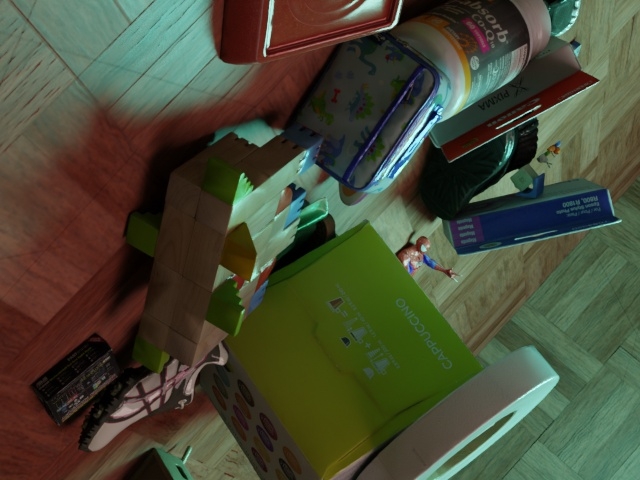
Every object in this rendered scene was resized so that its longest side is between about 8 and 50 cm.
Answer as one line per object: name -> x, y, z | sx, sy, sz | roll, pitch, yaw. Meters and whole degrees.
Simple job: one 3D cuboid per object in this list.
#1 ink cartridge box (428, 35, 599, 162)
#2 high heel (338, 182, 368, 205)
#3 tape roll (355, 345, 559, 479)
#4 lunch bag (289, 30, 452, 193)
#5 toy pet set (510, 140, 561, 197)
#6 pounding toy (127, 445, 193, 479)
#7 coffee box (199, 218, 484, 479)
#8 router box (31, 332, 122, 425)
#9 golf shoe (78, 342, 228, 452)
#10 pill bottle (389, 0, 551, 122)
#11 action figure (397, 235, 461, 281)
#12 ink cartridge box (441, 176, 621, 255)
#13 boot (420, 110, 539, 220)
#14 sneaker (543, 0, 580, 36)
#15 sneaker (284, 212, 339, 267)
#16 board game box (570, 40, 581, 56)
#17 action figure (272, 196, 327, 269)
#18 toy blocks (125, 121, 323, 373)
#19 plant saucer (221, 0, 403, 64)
ink cartridge box -> 0.303, -0.240, 1.799 | 0.275, 0.060, 0.239 | -28, -166, 7
high heel -> 0.116, -0.165, 1.823 | 0.117, 0.082, 0.244 | 0, 117, -57
tape roll -> 0.221, 0.319, 1.774 | 0.392, 0.072, 0.392 | -33, 161, -13
lunch bag -> 0.074, -0.187, 1.562 | 0.219, 0.176, 0.090 | -54, 159, 14
toy pet set -> 0.446, -0.131, 2.207 | 0.122, 0.065, 0.114 | -44, 171, 36
pounding toy -> -0.289, 0.460, 2.027 | 0.130, 0.141, 0.100 | -51, 131, 4
coffee box -> 0.022, 0.235, 1.850 | 0.338, 0.338, 0.334 | -29, 160, -21
router box -> -0.353, 0.202, 1.574 | 0.122, 0.038, 0.092 | -40, 157, -21
golf shoe -> -0.261, 0.236, 1.663 | 0.273, 0.120, 0.105 | -48, -164, 2
pill bottle -> 0.232, -0.302, 1.698 | 0.278, 0.162, 0.162 | -33, 154, -37
action figure -> 0.203, 0.118, 2.397 | 0.091, 0.139, 0.280 | -26, 147, -48
ink cartridge box -> 0.418, -0.054, 2.216 | 0.324, 0.072, 0.330 | -12, -174, 3
boot -> 0.345, -0.201, 2.106 | 0.260, 0.131, 0.348 | -34, 169, -27
sneaker -> 0.427, -0.444, 1.969 | 0.106, 0.078, 0.234 | -14, 162, -17
sneaker -> 0.000, 0.000, 1.889 | 0.086, 0.064, 0.192 | -30, 159, -35
board game box -> 0.518, -0.374, 2.330 | 0.090, 0.020, 0.090 | -40, 157, -23
action figure -> -0.092, 0.014, 1.731 | 0.232, 0.063, 0.137 | -35, 157, -41
toy blocks -> -0.121, -0.010, 1.523 | 0.261, 0.190, 0.381 | -42, 157, -50
plant saucer -> 0.013, -0.323, 1.293 | 0.258, 0.048, 0.259 | -19, 148, -23
